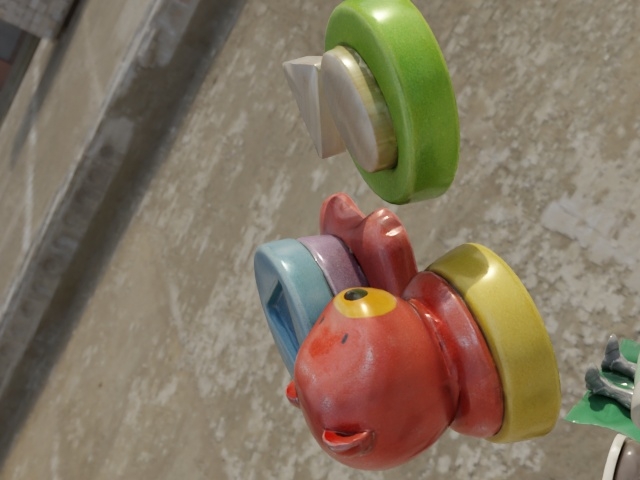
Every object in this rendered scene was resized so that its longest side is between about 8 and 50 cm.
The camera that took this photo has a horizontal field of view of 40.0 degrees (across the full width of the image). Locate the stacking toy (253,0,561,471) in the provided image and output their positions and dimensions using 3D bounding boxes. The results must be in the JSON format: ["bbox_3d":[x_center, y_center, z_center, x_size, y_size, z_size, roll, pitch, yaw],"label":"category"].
[{"bbox_3d":[0.000,0.000,0.585,0.309,0.130,0.279,-175,67,-73],"label":"stacking toy"}]

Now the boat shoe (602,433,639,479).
[{"bbox_3d":[0.373,0.393,1.023,0.097,0.116,0.324,-1,68,33],"label":"boat shoe"}]

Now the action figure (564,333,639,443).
[{"bbox_3d":[0.351,0.156,0.767,0.232,0.063,0.137,22,45,30],"label":"action figure"}]

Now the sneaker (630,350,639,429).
[{"bbox_3d":[0.305,0.034,0.482,0.256,0.094,0.151,-8,48,35],"label":"sneaker"}]
